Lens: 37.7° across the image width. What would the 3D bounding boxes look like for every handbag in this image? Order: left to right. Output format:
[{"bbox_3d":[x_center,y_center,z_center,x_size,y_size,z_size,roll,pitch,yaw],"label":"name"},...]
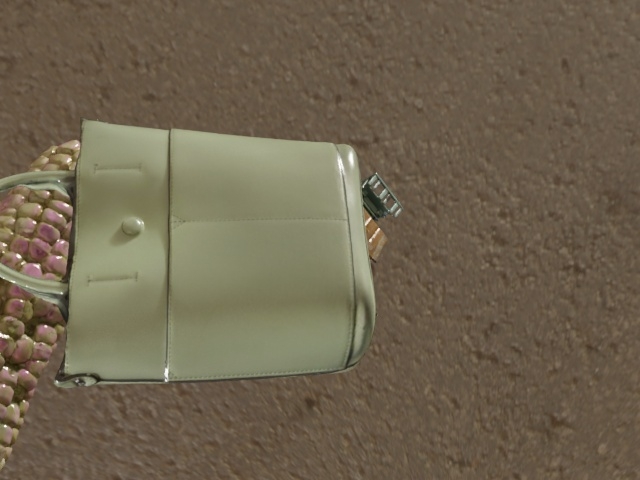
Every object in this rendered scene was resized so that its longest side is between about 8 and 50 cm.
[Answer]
[{"bbox_3d":[-0.119,0.008,0.750,0.315,0.109,0.241,1,58,-10],"label":"handbag"}]

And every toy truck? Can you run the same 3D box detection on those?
[{"bbox_3d":[-0.001,-0.001,1.111,0.080,0.178,0.115,51,44,-12],"label":"toy truck"}]

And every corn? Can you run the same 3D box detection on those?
[{"bbox_3d":[-0.281,0.064,0.816,0.127,0.126,0.335,15,68,15],"label":"corn"}]
